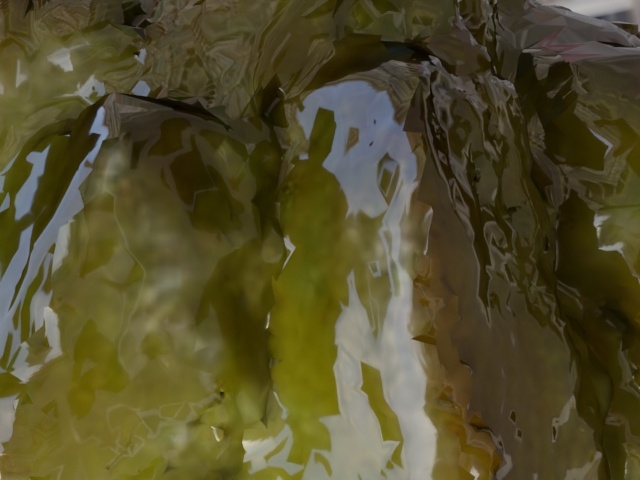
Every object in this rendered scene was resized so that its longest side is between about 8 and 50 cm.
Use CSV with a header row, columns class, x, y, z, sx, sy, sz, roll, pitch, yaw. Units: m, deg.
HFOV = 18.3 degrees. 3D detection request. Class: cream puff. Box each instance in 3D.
class,x,y,z,sx,sy,sz,roll,pitch,yaw
cream puff,-0.006,0.014,0.462,0.244,0.244,0.196,-75,-33,-69
